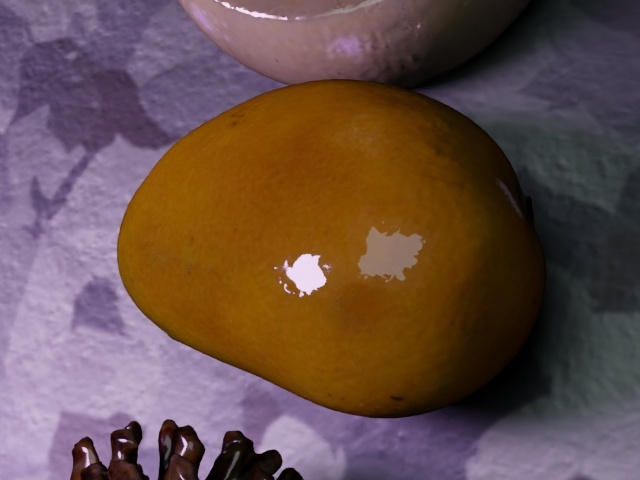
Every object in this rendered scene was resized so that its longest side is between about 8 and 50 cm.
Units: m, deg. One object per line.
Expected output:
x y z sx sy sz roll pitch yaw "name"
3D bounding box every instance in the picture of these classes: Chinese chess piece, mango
0.023 -0.212 1.072 0.257 0.104 0.257 -8 67 20 "Chinese chess piece"
0.006 -0.005 0.973 0.254 0.139 0.175 21 71 34 "mango"

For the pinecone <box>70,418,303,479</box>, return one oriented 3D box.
-0.088 0.181 0.925 0.195 0.150 0.179 -42 60 1 "pinecone"
